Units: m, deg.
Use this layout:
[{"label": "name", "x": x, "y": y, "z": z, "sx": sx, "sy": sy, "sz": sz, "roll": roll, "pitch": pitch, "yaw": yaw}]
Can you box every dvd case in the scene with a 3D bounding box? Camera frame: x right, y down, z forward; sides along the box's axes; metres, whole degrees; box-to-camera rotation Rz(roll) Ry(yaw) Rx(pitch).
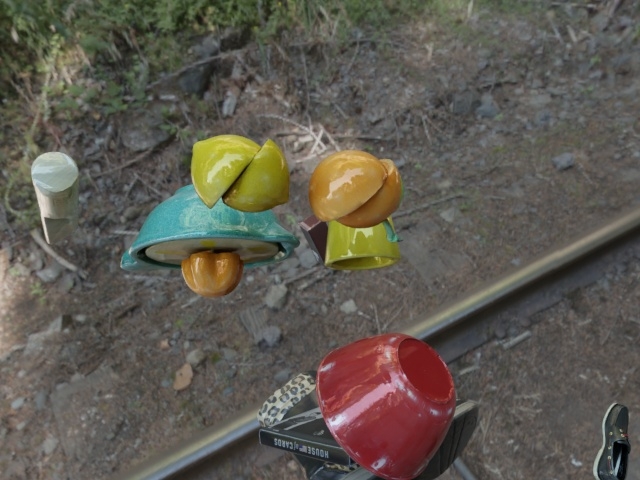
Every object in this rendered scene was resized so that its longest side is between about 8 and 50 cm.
[{"label": "dvd case", "x": 0.052, "y": 0.286, "z": 0.896, "sx": 0.179, "sy": 0.030, "sz": 0.238, "roll": -6, "pitch": -2, "yaw": 42}]

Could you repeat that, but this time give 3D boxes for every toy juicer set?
[{"label": "toy juicer set", "x": -0.090, "y": -0.005, "z": 0.445, "sx": 0.328, "sy": 0.209, "sz": 0.090, "roll": -2, "pitch": 77, "yaw": -2}]

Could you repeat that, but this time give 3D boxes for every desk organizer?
[{"label": "desk organizer", "x": 0.000, "y": 0.000, "z": 1.384, "sx": 0.050, "sy": 0.130, "sz": 0.047, "roll": -36, "pitch": 40, "yaw": -13}]

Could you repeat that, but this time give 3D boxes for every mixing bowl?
[{"label": "mixing bowl", "x": 0.095, "y": 0.181, "z": 0.691, "sx": 0.181, "sy": 0.098, "sz": 0.182, "roll": 27, "pitch": 35, "yaw": -21}]

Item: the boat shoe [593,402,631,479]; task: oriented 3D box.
[{"label": "boat shoe", "x": 0.475, "y": 0.323, "z": 0.917, "sx": 0.049, "sy": 0.042, "sz": 0.133, "roll": 37, "pitch": 61, "yaw": -14}]

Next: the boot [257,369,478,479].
[{"label": "boot", "x": 0.092, "y": 0.350, "z": 1.104, "sx": 0.377, "sy": 0.138, "sz": 0.284, "roll": -21, "pitch": 34, "yaw": -32}]
